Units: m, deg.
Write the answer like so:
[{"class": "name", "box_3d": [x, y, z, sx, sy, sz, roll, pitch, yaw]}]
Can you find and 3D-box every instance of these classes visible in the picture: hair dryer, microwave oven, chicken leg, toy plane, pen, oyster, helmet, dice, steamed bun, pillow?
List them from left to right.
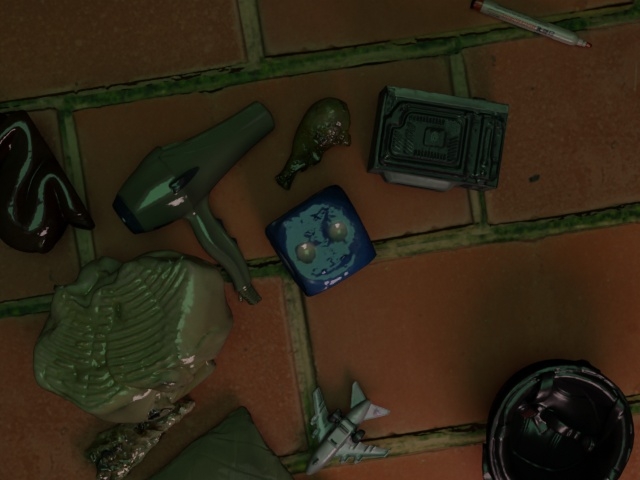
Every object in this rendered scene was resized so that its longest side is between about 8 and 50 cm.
[{"class": "oyster", "box_3d": [-0.307, 0.321, 1.922, 0.106, 0.061, 0.200, 36, 88, -1]}, {"class": "steamed bun", "box_3d": [-0.281, 0.155, 1.855, 0.320, 0.206, 0.275, -13, 73, 19]}, {"class": "pillow", "box_3d": [-0.158, 0.458, 1.899, 0.274, 0.076, 0.280, -37, 72, -3]}, {"class": "hair dryer", "box_3d": [-0.153, -0.086, 1.927, 0.298, 0.119, 0.296, 35, 84, -18]}, {"class": "chicken leg", "box_3d": [-0.010, -0.157, 1.939, 0.093, 0.070, 0.178, 37, 95, -8]}, {"class": "dice", "box_3d": [0.000, 0.000, 1.896, 0.146, 0.146, 0.143, -30, 93, -3]}, {"class": "toy plane", "box_3d": [0.032, 0.325, 1.941, 0.162, 0.065, 0.171, 40, 83, 9]}, {"class": "microwave oven", "box_3d": [0.192, -0.164, 1.917, 0.208, 0.122, 0.162, 9, 89, -3]}, {"class": "pen", "box_3d": [0.360, -0.368, 1.974, 0.218, 0.026, 0.026, 20, 89, -3]}, {"class": "helmet", "box_3d": [0.377, 0.317, 1.909, 0.231, 0.160, 0.278, 22, 101, -4]}]

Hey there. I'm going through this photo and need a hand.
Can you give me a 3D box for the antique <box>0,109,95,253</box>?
[{"class": "antique", "box_3d": [-0.488, -0.099, 1.879, 0.143, 0.121, 0.257, -29, 90, -8]}]
